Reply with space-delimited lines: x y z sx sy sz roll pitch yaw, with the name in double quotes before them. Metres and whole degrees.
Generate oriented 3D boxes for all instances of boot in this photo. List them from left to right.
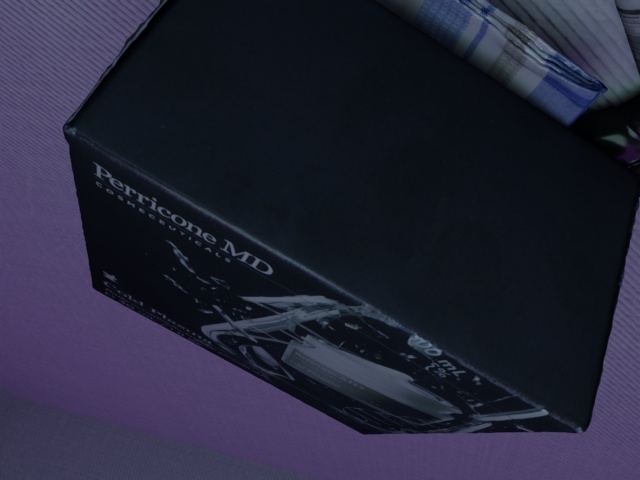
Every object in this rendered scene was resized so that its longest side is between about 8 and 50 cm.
"boot" 0.380 -0.068 0.668 0.207 0.094 0.246 -22 119 37

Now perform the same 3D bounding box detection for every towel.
"towel" 0.138 -0.182 0.622 0.285 0.034 0.209 36 153 5

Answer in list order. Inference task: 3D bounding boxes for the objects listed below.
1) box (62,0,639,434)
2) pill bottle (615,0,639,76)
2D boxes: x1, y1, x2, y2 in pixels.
"box" 0.000 0.000 0.682 0.479 0.298 0.472 30 153 -7
"pill bottle" 0.329 -0.221 0.528 0.078 0.078 0.137 -14 129 36
